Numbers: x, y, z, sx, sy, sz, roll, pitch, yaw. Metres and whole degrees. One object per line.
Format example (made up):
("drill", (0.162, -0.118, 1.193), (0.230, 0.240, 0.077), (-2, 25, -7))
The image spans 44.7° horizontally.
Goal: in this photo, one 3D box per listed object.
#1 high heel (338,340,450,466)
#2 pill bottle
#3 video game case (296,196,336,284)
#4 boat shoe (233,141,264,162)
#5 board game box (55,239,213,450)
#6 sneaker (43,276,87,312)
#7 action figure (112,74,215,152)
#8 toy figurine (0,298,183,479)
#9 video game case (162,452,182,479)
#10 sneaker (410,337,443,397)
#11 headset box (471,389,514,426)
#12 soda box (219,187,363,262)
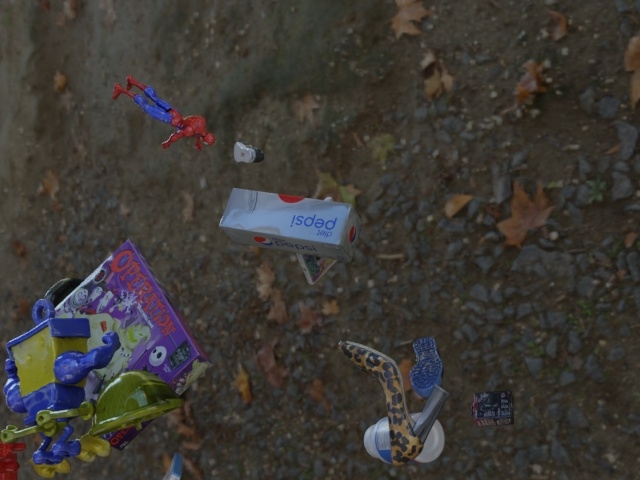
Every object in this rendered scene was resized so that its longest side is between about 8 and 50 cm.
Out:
("high heel", (0.113, 0.333, 1.608), (0.261, 0.093, 0.186), (28, 84, 21))
("pill bottle", (0.210, 0.516, 2.020), (0.221, 0.124, 0.124), (-29, 74, 58))
("video game case", (0.000, 0.000, 1.812), (0.019, 0.157, 0.143), (6, 128, 41))
("boat shoe", (-0.181, -0.215, 1.946), (0.142, 0.040, 0.049), (-149, 64, -62))
("board game box", (-0.338, 0.167, 1.346), (0.347, 0.208, 0.056), (46, 175, 44))
("sneaker", (-0.527, 0.142, 1.804), (0.130, 0.227, 0.087), (20, 97, 25))
("action figure", (-0.391, -0.293, 1.977), (0.280, 0.091, 0.139), (29, 135, 9))
("toy figurine", (-0.351, 0.164, 0.990), (0.362, 0.191, 0.217), (-29, 61, 33))
("video game case", (-0.239, 0.394, 1.105), (0.166, 0.015, 0.119), (-65, 8, -6))
("sneaker", (0.261, 0.322, 1.859), (0.081, 0.232, 0.091), (-13, 109, 14))
("headset box", (0.339, 0.334, 1.543), (0.083, 0.062, 0.032), (-11, 132, 23))
("soda box", (-0.063, -0.035, 1.642), (0.286, 0.091, 0.098), (10, 69, 25))
